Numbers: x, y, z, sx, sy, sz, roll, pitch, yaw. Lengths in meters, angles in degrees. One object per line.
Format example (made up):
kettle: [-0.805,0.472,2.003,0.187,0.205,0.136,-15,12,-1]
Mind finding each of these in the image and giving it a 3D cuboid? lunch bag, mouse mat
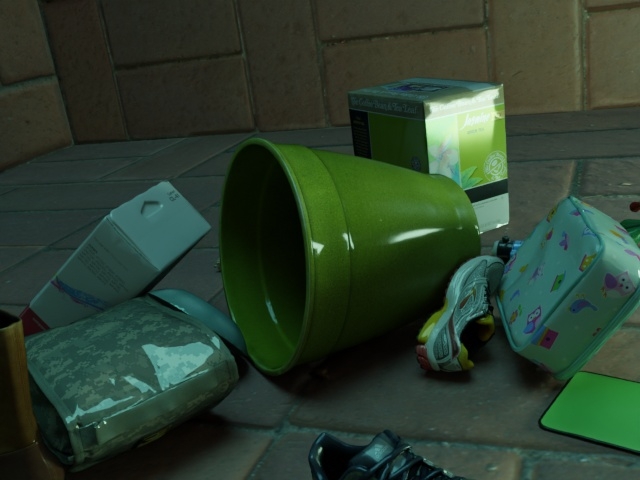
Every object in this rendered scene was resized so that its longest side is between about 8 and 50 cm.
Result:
lunch bag: [0.359,0.066,1.070,0.108,0.224,0.279,30,20,-3]
mouse mat: [0.392,0.219,0.917,0.189,0.007,0.152,9,26,38]
lunch bag: [-0.275,0.201,1.010,0.235,0.169,0.287,-20,18,-32]

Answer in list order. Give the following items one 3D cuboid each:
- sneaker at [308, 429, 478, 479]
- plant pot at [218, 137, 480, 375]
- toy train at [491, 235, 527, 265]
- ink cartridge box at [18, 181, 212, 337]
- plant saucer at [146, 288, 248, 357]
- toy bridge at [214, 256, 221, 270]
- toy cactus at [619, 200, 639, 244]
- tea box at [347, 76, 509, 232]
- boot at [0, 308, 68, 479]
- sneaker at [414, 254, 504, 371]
sneaker: [0.087,0.249,0.689,0.300,0.121,0.111,-15,18,47]
plant pot: [0.058,0.011,1.198,0.353,0.366,0.366,-5,16,-26]
toy train: [0.381,0.044,1.265,0.184,0.105,0.080,4,23,31]
ink cartridge box: [-0.365,0.061,1.275,0.306,0.131,0.226,-41,6,25]
plant saucer: [-0.190,0.124,1.175,0.195,0.195,0.037,14,66,48]
toy bridge: [-0.144,0.051,1.588,0.188,0.026,0.063,-5,21,11]
toy cactus: [0.597,-0.039,1.359,0.219,0.112,0.180,-26,1,-33]
tea box: [0.245,-0.198,1.678,0.220,0.323,0.329,-17,22,-23]
boot: [-0.438,0.209,0.885,0.264,0.280,0.096,5,24,34]
sneaker: [0.235,0.114,1.104,0.092,0.088,0.225,4,48,41]
